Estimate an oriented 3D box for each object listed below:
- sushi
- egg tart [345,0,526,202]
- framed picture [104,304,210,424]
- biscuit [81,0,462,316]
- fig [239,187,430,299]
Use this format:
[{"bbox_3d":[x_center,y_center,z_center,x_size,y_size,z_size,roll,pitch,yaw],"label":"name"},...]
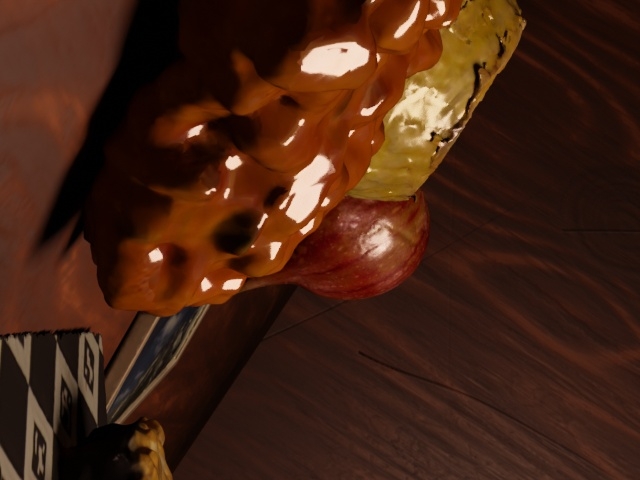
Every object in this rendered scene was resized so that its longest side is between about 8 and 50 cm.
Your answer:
[{"bbox_3d":[-0.116,0.192,0.935,0.292,0.059,0.294,59,25,-84],"label":"sushi"},{"bbox_3d":[0.074,-0.142,1.372,0.341,0.132,0.341,-58,178,-2],"label":"egg tart"},{"bbox_3d":[-0.138,0.083,1.420,0.209,0.019,0.281,-58,176,27],"label":"framed picture"},{"bbox_3d":[0.005,-0.109,0.824,0.318,0.110,0.312,-54,177,-46],"label":"biscuit"},{"bbox_3d":[0.005,-0.003,1.643,0.207,0.175,0.175,-36,170,-18],"label":"fig"}]
